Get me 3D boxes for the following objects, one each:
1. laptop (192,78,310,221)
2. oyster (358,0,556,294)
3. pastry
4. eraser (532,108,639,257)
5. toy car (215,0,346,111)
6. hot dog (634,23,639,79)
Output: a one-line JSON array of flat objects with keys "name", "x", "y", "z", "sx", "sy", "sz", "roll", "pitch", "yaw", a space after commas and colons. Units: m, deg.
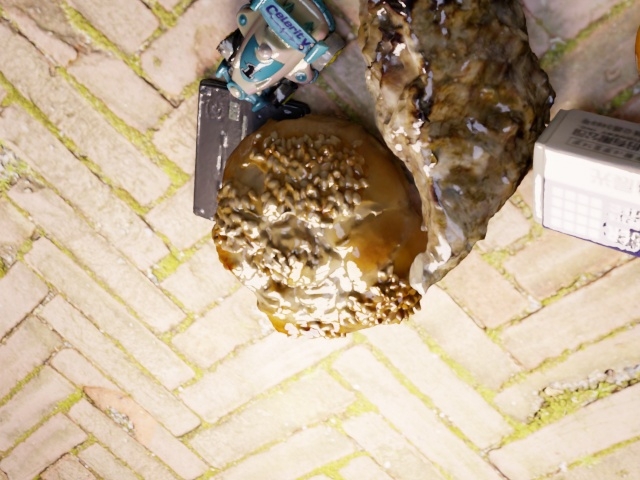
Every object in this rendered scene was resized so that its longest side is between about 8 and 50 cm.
[{"name": "laptop", "x": -0.097, "y": -0.102, "z": 1.090, "sx": 0.154, "sy": 0.026, "sz": 0.207, "roll": 17, "pitch": 125, "yaw": 12}, {"name": "oyster", "x": 0.160, "y": -0.141, "z": 0.885, "sx": 0.204, "sy": 0.111, "sz": 0.396, "roll": -12, "pitch": 108, "yaw": 6}, {"name": "pastry", "x": 0.000, "y": 0.000, "z": 1.017, "sx": 0.255, "sy": 0.162, "sz": 0.310, "roll": -23, "pitch": 114, "yaw": 20}, {"name": "eraser", "x": 0.364, "y": -0.042, "z": 0.847, "sx": 0.279, "sy": 0.081, "sz": 0.124, "roll": 21, "pitch": 143, "yaw": 31}, {"name": "toy car", "x": -0.064, "y": -0.221, "z": 0.952, "sx": 0.126, "sy": 0.098, "sz": 0.161, "roll": 46, "pitch": 116, "yaw": -6}, {"name": "hot dog", "x": 0.400, "y": -0.130, "z": 0.844, "sx": 0.100, "sy": 0.068, "sz": 0.249, "roll": -22, "pitch": 111, "yaw": 30}]
